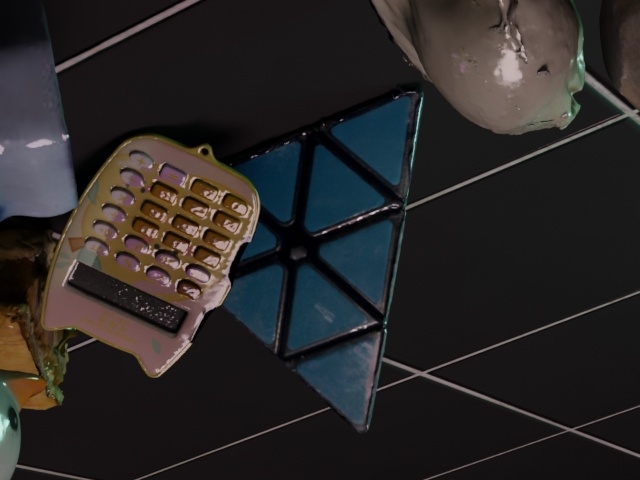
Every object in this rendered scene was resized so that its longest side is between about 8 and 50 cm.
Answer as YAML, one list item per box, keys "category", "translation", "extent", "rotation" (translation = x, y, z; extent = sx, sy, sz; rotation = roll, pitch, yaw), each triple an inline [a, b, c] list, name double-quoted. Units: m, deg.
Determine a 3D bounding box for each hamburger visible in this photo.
- category: "hamburger"
  translation: [-0.304, 0.073, 1.689]
  extent: [0.131, 0.124, 0.262]
  rotation: [7, 153, 3]

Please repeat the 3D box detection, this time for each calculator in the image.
- category: "calculator"
  translation: [-0.149, 0.007, 1.553]
  extent: [0.157, 0.033, 0.236]
  rotation: [27, 118, -9]

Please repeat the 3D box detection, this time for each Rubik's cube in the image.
- category: "Rubik's cube"
  translation: [0.000, -0.002, 1.622]
  extent: [0.228, 0.229, 0.233]
  rotation: [-43, 120, -18]

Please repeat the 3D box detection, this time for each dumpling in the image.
- category: "dumpling"
  translation: [0.111, -0.164, 1.317]
  extent: [0.172, 0.142, 0.247]
  rotation: [12, 155, 30]

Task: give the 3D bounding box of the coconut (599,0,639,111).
- category: "coconut"
  translation: [0.344, -0.166, 1.206]
  extent: [0.309, 0.297, 0.297]
  rotation: [-14, 158, -10]

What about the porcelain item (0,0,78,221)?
- category: "porcelain item"
  translation: [-0.381, -0.063, 1.224]
  extent: [0.405, 0.178, 0.242]
  rotation: [-9, 158, -8]

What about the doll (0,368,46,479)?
- category: "doll"
  translation: [-0.309, 0.102, 1.154]
  extent: [0.251, 0.221, 0.221]
  rotation: [-9, 158, -21]
